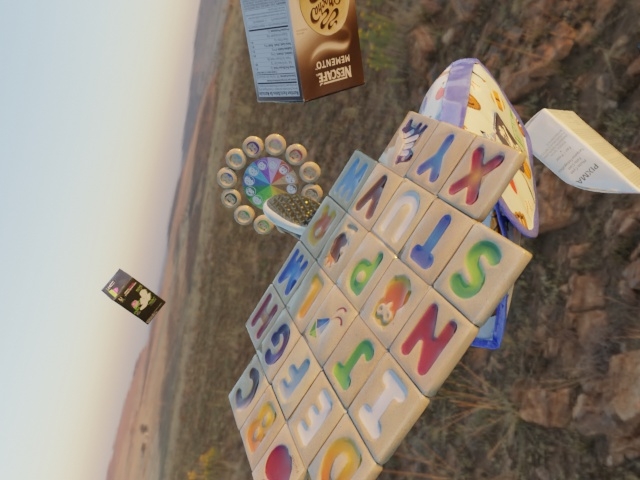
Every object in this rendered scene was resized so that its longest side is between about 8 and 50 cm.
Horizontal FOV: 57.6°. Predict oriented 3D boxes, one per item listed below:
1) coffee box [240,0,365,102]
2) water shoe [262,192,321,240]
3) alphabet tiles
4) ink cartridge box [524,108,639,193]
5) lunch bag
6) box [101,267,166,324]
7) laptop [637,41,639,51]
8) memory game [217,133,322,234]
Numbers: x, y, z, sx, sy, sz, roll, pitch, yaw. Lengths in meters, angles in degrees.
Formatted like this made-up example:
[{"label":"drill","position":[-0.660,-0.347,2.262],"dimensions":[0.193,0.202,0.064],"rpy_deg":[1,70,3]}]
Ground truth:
[{"label":"coffee box","position":[-0.035,-0.394,0.978],"dimensions":[0.119,0.168,0.297],"rpy_deg":[11,120,41]},{"label":"water shoe","position":[0.000,0.000,0.852],"dimensions":[0.073,0.203,0.080],"rpy_deg":[-45,-28,-44]},{"label":"alphabet tiles","position":[0.024,0.051,0.502],"dimensions":[0.342,0.011,0.285],"rpy_deg":[-58,28,9]},{"label":"ink cartridge box","position":[0.627,-0.130,1.260],"dimensions":[0.385,0.308,0.091],"rpy_deg":[49,121,16]},{"label":"lunch bag","position":[0.236,-0.066,0.979],"dimensions":[0.327,0.239,0.385],"rpy_deg":[-68,-24,-48]},{"label":"box","position":[-0.326,0.097,1.012],"dimensions":[0.062,0.083,0.052],"rpy_deg":[19,67,48]},{"label":"laptop","position":[0.310,-0.137,0.250],"dimensions":[0.264,0.234,0.136],"rpy_deg":[-51,-9,-35]},{"label":"memory game","position":[-0.087,-0.094,1.009],"dimensions":[0.012,0.186,0.186],"rpy_deg":[-77,4,-67]}]
